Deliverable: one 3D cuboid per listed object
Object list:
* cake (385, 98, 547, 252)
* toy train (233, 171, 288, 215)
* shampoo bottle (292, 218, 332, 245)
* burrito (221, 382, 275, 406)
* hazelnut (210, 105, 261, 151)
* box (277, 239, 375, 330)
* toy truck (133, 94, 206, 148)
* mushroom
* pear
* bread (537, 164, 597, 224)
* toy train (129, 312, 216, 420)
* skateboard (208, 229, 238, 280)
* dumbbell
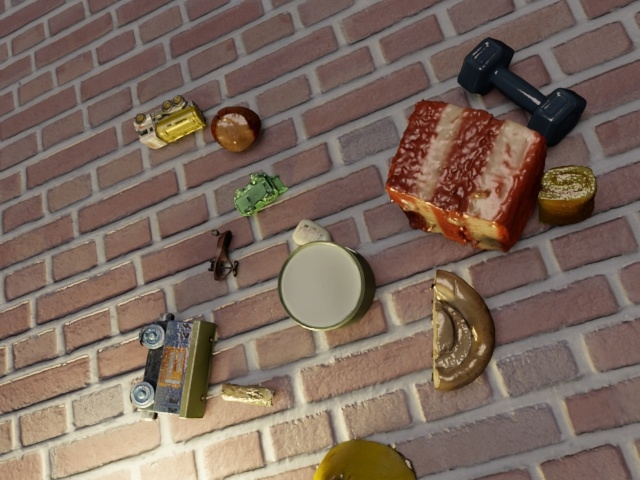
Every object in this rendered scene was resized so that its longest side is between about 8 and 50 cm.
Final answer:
[{"bbox_3d":[0.353,-0.148,1.421,0.319,0.269,0.270,20,82,26],"label":"cake"},{"bbox_3d":[-0.180,-0.136,1.731,0.149,0.081,0.099,-41,65,12],"label":"toy train"},{"bbox_3d":[0.000,0.000,1.635,0.152,0.045,0.077,27,86,27],"label":"shampoo bottle"},{"bbox_3d":[-0.196,0.415,1.590,0.171,0.042,0.051,0,85,23],"label":"burrito"},{"bbox_3d":[-0.257,-0.345,1.797,0.154,0.143,0.143,-17,69,7],"label":"hazelnut"},{"bbox_3d":[0.017,0.117,1.516,0.226,0.149,0.226,-2,84,16],"label":"box"},{"bbox_3d":[-0.485,-0.379,1.905,0.227,0.098,0.114,-21,74,12],"label":"toy truck"},{"bbox_3d":[0.337,0.212,1.396,0.151,0.156,0.285,0,86,9],"label":"mushroom"},{"bbox_3d":[0.082,0.593,1.360,0.267,0.178,0.267,-5,77,21],"label":"pear"},{"bbox_3d":[0.574,-0.104,1.377,0.132,0.172,0.103,-4,71,21],"label":"bread"},{"bbox_3d":[-0.406,0.354,1.647,0.202,0.131,0.299,2,76,14],"label":"toy train"},{"bbox_3d":[-0.280,0.044,1.728,0.080,0.067,0.151,4,81,11],"label":"skateboard"},{"bbox_3d":[0.507,-0.381,1.504,0.316,0.156,0.143,47,124,25],"label":"dumbbell"}]
